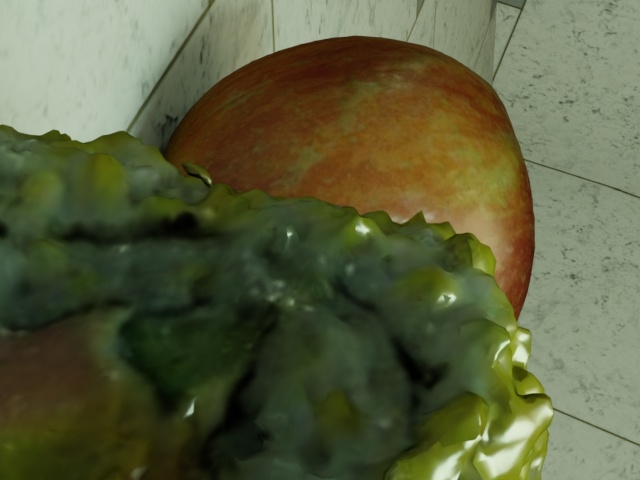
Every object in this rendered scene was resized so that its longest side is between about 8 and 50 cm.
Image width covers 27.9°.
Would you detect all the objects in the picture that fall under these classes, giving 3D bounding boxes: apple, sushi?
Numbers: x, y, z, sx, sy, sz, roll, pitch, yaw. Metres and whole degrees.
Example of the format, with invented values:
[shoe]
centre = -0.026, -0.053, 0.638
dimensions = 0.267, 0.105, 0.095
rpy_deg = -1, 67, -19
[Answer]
[apple]
centre = 0.000, 0.000, 0.931
dimensions = 0.301, 0.302, 0.301
rpy_deg = 11, 90, -78
[sushi]
centre = -0.072, 0.157, 0.501
dimensions = 0.240, 0.351, 0.396
rpy_deg = 85, 18, -50
